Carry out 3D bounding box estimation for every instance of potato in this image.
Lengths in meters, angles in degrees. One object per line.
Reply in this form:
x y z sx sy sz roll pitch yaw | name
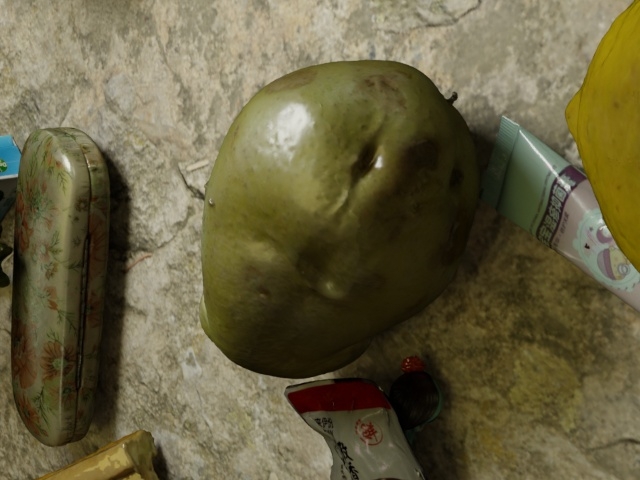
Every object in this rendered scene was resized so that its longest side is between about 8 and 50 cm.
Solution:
0.003 0.002 0.843 0.202 0.218 0.351 53 134 20 | potato

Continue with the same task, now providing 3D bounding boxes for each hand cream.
0.245 0.022 0.727 0.331 0.058 0.085 44 144 35 | hand cream

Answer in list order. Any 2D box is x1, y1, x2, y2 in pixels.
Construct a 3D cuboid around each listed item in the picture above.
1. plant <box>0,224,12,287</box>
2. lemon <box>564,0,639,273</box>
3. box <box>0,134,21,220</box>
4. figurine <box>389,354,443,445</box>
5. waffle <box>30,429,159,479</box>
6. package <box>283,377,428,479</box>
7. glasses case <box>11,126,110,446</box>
-0.467 -0.002 1.312 0.251 0.333 0.180 1 91 15 | plant
0.288 -0.054 0.513 0.316 0.285 0.285 -107 13 -80 | lemon
-0.513 -0.058 1.396 0.194 0.139 0.073 -44 69 42 | box
0.078 0.158 0.929 0.106 0.047 0.060 116 146 -43 | figurine
-0.280 0.448 1.252 0.304 0.077 0.348 -29 80 21 | waffle
0.059 0.235 0.939 0.154 0.030 0.239 -14 104 49 | package
-0.336 0.065 1.276 0.156 0.098 0.425 30 120 45 | glasses case
